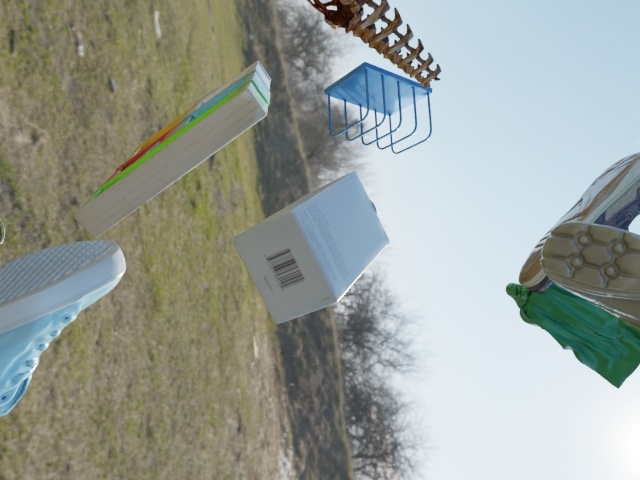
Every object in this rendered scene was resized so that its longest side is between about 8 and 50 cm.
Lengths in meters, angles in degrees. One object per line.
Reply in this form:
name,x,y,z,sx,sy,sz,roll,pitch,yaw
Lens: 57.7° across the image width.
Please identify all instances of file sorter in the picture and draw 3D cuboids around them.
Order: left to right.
file sorter,0.111,-0.238,1.084,0.118,0.170,0.104,-21,-113,50

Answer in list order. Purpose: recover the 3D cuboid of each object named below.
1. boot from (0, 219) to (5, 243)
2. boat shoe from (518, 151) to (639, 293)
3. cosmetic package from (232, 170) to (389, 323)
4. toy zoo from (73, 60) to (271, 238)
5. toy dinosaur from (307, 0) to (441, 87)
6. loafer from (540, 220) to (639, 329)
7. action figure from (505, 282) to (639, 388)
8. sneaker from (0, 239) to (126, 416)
boot,-0.710,0.019,1.164,0.095,0.204,0.261,-25,116,-53
boat shoe,0.415,-0.015,0.874,0.092,0.285,0.103,46,-16,2
cosmetic package,0.000,0.000,1.221,0.197,0.155,0.365,64,27,-5
toy zoo,-0.139,-0.117,0.625,0.030,0.192,0.293,53,9,-20
toy dinosaur,0.018,-0.294,0.552,0.164,0.218,0.321,13,-52,62
loafer,0.402,0.060,0.626,0.111,0.319,0.112,27,90,-53
action figure,0.395,0.121,0.905,0.137,0.232,0.063,-64,-179,11
sneaker,-0.397,0.131,0.727,0.135,0.366,0.150,47,-18,56
